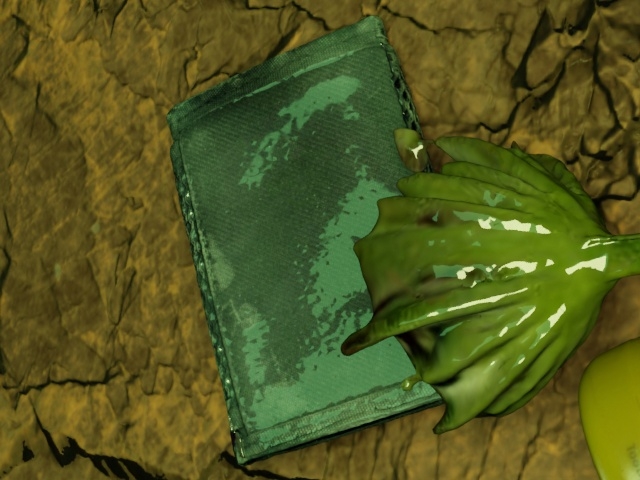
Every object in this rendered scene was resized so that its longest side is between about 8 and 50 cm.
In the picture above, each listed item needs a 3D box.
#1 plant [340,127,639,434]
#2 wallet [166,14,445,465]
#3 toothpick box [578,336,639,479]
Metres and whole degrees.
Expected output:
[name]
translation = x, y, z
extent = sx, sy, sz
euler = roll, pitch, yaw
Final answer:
[plant]
translation = 0.157, -0.004, 0.740
extent = 0.333, 0.180, 0.251
euler = -27, 41, 59
[wallet]
translation = 0.000, 0.000, 0.988
extent = 0.237, 0.075, 0.342
euler = -23, 69, 22
[toothpick box]
translation = 0.317, 0.102, 0.709
extent = 0.271, 0.175, 0.175
euler = -29, 68, 22
